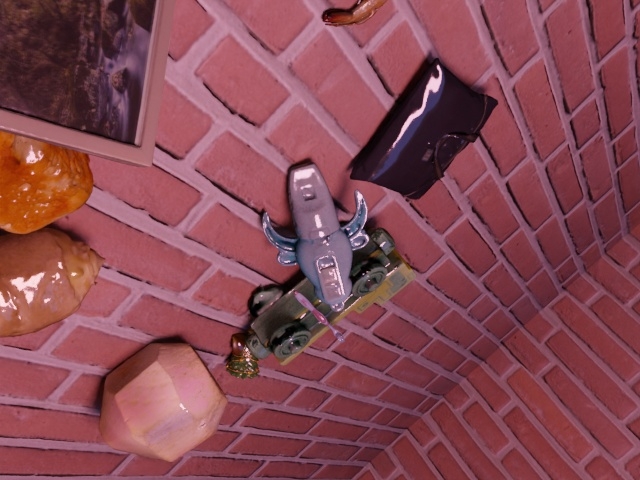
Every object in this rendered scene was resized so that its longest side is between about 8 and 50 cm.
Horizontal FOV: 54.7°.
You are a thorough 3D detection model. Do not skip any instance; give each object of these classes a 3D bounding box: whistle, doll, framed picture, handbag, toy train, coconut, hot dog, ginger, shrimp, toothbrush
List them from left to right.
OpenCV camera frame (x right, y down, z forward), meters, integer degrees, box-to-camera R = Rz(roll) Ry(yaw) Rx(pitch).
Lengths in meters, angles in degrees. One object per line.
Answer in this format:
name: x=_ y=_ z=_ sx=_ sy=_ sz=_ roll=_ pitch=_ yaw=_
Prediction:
hot dog: x=-0.346 y=-0.120 z=0.639 sx=0.150 sy=0.153 sz=0.257 roll=-23 pitch=161 yaw=-2
ginger: x=-0.417 y=0.066 z=0.809 sx=0.267 sy=0.152 sz=0.138 roll=-28 pitch=122 yaw=-46
framed picture: x=-0.230 y=-0.247 z=0.555 sx=0.240 sy=0.020 sz=0.324 roll=14 pitch=84 yaw=-49
coconut: x=-0.299 y=0.315 z=1.162 sx=0.236 sy=0.197 sz=0.237 roll=-30 pitch=149 yaw=-20
doll: x=-0.155 y=0.247 z=1.324 sx=0.078 sy=0.077 sz=0.113 roll=2 pitch=129 yaw=-33
toothbrush: x=-0.001 y=0.142 z=1.147 sx=0.013 sy=0.019 sz=0.193 roll=-38 pitch=134 yaw=3
whistle: x=0.000 y=0.000 z=1.085 sx=0.186 sy=0.093 sz=0.274 roll=-14 pitch=106 yaw=1
toy train: x=0.014 y=0.121 z=1.285 sx=0.369 sy=0.150 sz=0.237 roll=-39 pitch=153 yaw=4
shrimp: x=0.029 y=-0.353 z=0.837 sx=0.178 sy=0.034 sz=0.124 roll=4 pitch=135 yaw=-49
handbag: x=0.195 y=-0.189 z=1.134 sx=0.211 sy=0.089 sz=0.254 roll=13 pitch=122 yaw=-43
